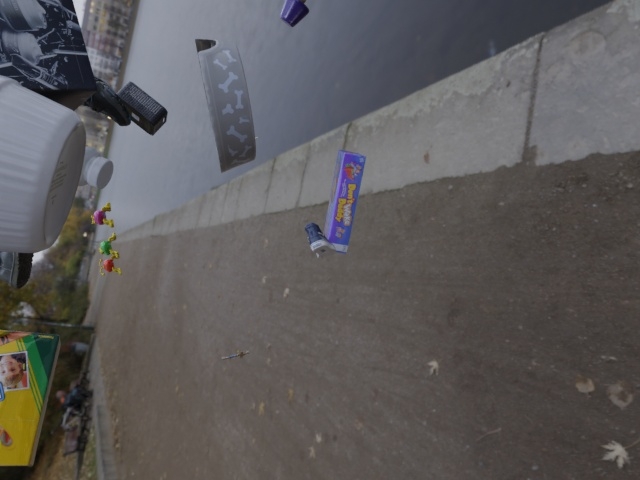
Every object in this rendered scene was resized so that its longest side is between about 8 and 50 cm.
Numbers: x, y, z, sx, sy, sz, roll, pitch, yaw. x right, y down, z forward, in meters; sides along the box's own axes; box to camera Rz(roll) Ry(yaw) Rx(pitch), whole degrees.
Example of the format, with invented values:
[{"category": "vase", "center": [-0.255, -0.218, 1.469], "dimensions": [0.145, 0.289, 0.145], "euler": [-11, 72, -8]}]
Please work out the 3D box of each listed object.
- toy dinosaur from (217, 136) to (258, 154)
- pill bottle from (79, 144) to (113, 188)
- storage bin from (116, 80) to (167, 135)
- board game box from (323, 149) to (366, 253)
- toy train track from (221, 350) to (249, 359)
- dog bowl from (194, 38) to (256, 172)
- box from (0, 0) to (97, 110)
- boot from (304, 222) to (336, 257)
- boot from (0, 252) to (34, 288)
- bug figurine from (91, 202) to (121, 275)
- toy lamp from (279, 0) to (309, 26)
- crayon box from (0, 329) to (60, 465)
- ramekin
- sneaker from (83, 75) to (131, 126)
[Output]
[{"category": "toy dinosaur", "center": [-0.338, -0.397, 1.969], "dimensions": [0.183, 0.053, 0.092], "euler": [-23, 56, 6]}, {"category": "pill bottle", "center": [-0.695, -0.221, 1.321], "dimensions": [0.117, 0.208, 0.117], "euler": [-159, 90, -88]}, {"category": "storage bin", "center": [-0.693, -0.507, 1.838], "dimensions": [0.084, 0.180, 0.122], "euler": [-55, 11, -23]}, {"category": "board game box", "center": [0.081, -0.150, 1.748], "dimensions": [0.233, 0.078, 0.347], "euler": [-100, 20, -76]}, {"category": "toy train track", "center": [-0.257, 0.343, 1.434], "dimensions": [0.048, 0.083, 0.014], "euler": [109, 144, -52]}, {"category": "dog bowl", "center": [-0.248, -0.357, 1.261], "dimensions": [0.349, 0.102, 0.348], "euler": [168, 90, -80]}, {"category": "box", "center": [-0.737, -0.481, 1.083], "dimensions": [0.179, 0.312, 0.343], "euler": [-10, 97, 43]}, {"category": "boot", "center": [0.000, 0.000, 1.542], "dimensions": [0.190, 0.069, 0.086], "euler": [53, -165, -74]}, {"category": "boot", "center": [-0.749, 0.003, 1.049], "dimensions": [0.076, 0.209, 0.189], "euler": [-79, 12, -76]}, {"category": "bug figurine", "center": [-0.787, -0.013, 1.738], "dimensions": [0.216, 0.072, 0.279], "euler": [-41, 61, 62]}, {"category": "toy lamp", "center": [-0.019, -0.735, 1.344], "dimensions": [0.274, 0.080, 0.080], "euler": [-52, 32, 10]}, {"category": "crayon box", "center": [-0.865, 0.375, 1.150], "dimensions": [0.106, 0.363, 0.313], "euler": [132, 142, -54]}, {"category": "ramekin", "center": [-0.463, -0.103, 0.741], "dimensions": [0.273, 0.127, 0.272], "euler": [-164, 90, -72]}, {"category": "sneaker", "center": [-0.818, -0.516, 1.659], "dimensions": [0.140, 0.341, 0.125], "euler": [-42, 35, 1]}]
